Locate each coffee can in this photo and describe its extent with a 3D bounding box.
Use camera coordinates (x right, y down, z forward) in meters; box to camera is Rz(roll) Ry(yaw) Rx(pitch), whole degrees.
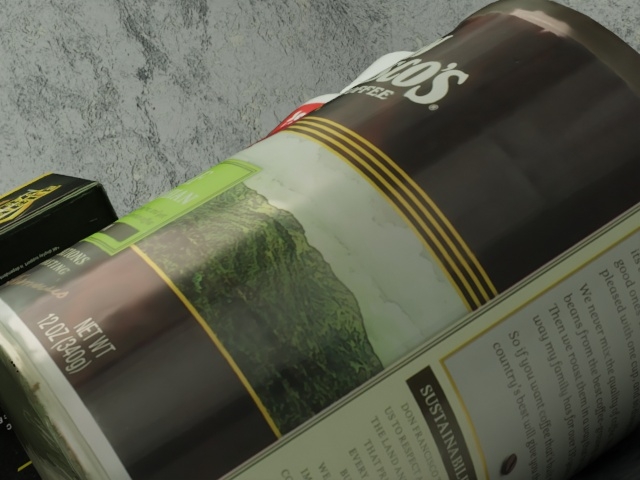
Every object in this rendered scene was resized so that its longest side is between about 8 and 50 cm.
[{"bbox_3d":[0.017,0.045,0.557,0.275,0.202,0.201,-31,-4,-19],"label":"coffee can"}]

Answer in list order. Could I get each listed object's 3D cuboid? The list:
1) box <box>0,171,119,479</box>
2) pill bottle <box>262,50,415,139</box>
[{"bbox_3d":[-0.198,0.150,0.614,0.322,0.257,0.079,-31,21,-24],"label":"box"},{"bbox_3d":[0.000,0.000,0.903,0.283,0.161,0.161,-45,2,-27],"label":"pill bottle"}]
